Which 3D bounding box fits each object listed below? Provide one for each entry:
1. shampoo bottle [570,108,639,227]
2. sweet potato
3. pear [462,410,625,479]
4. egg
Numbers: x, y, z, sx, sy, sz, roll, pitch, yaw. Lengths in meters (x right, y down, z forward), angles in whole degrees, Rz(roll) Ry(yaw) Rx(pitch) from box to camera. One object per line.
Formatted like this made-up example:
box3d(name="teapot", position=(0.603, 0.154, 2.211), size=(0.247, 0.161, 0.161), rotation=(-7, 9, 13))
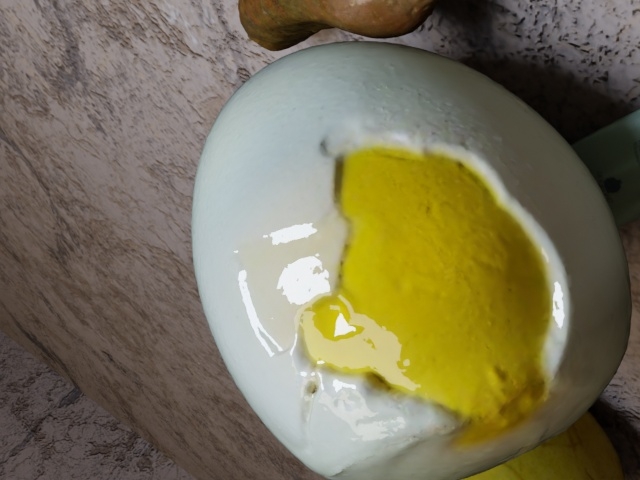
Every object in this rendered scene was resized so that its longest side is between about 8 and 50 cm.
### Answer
box3d(name="shampoo bottle", position=(0.215, -0.048, 0.724), size=(0.072, 0.049, 0.212), rotation=(59, 155, 3))
box3d(name="sweet potato", position=(-0.004, -0.197, 0.784), size=(0.097, 0.097, 0.292), rotation=(54, 162, -22))
box3d(name="pear", position=(0.170, 0.259, 1.035), size=(0.281, 0.280, 0.280), rotation=(35, 154, 19))
box3d(name="egg", position=(0.050, 0.007, 0.714), size=(0.345, 0.283, 0.283), rotation=(59, 165, 30))
